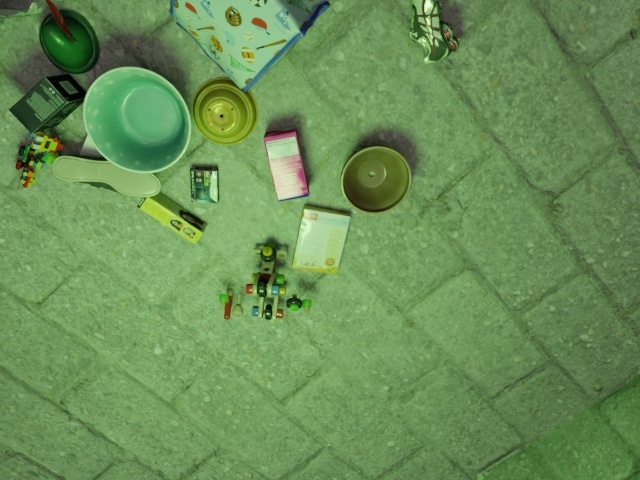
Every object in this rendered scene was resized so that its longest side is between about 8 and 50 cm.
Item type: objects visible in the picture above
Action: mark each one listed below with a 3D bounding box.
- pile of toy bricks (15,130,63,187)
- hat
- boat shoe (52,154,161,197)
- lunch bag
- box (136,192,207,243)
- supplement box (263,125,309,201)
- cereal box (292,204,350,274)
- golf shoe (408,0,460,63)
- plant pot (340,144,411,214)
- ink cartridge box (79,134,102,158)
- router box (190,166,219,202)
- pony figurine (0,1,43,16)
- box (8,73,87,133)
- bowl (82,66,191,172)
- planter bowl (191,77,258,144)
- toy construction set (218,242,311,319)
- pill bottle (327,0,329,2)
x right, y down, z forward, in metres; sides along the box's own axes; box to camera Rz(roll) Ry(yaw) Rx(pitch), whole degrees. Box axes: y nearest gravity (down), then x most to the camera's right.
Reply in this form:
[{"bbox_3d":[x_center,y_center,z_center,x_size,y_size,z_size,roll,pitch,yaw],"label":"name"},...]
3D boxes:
[{"bbox_3d":[-0.900,-0.274,1.511,0.105,0.118,0.212,5,131,-48],"label":"pile of toy bricks"},{"bbox_3d":[-0.765,-0.580,1.335,0.173,0.183,0.208,-19,113,5],"label":"hat"},{"bbox_3d":[-0.684,-0.215,1.521,0.336,0.095,0.112,11,97,-8],"label":"boat shoe"},{"bbox_3d":[-0.220,-0.634,1.298,0.328,0.238,0.386,44,143,-18],"label":"lunch bag"},{"bbox_3d":[-0.512,-0.087,1.618,0.232,0.087,0.058,35,109,-17],"label":"box"},{"bbox_3d":[-0.111,-0.256,1.553,0.114,0.111,0.219,-10,113,1],"label":"supplement box"},{"bbox_3d":[0.000,0.000,1.704,0.173,0.047,0.240,10,112,-8],"label":"cereal box"},{"bbox_3d":[0.313,-0.671,1.408,0.120,0.105,0.272,-30,111,17],"label":"golf shoe"},{"bbox_3d":[0.182,-0.216,1.589,0.238,0.109,0.237,-2,114,-3],"label":"plant pot"},{"bbox_3d":[-0.757,-0.290,1.545,0.063,0.029,0.115,29,111,-15],"label":"ink cartridge box"},{"bbox_3d":[-0.398,-0.191,1.604,0.092,0.038,0.122,1,113,-5],"label":"router box"},{"bbox_3d":[-1.009,-0.603,1.271,0.351,0.303,0.363,17,98,17],"label":"pony figurine"},{"bbox_3d":[-0.821,-0.418,1.417,0.158,0.156,0.093,-35,110,12],"label":"box"},{"bbox_3d":[-0.545,-0.381,1.446,0.312,0.163,0.311,-1,114,-3],"label":"bowl"},{"bbox_3d":[-0.312,-0.404,1.490,0.217,0.090,0.217,-1,114,-2],"label":"planter bowl"},{"bbox_3d":[-0.222,0.149,1.706,0.309,0.237,0.257,-14,145,21],"label":"toy construction set"},{"bbox_3d":[-0.044,-0.785,1.324,0.121,0.121,0.221,-7,113,0],"label":"pill bottle"}]
